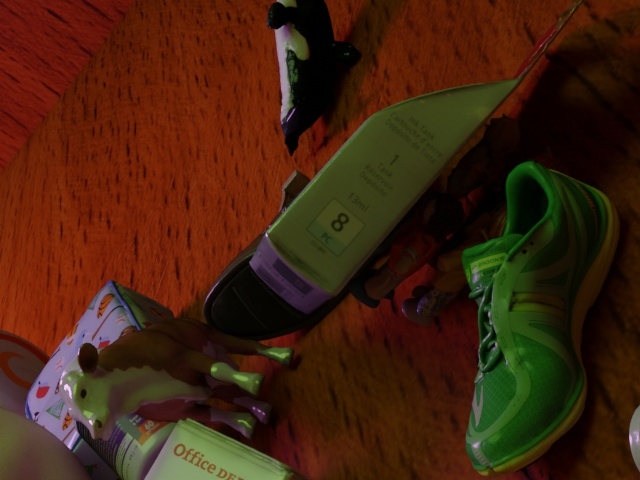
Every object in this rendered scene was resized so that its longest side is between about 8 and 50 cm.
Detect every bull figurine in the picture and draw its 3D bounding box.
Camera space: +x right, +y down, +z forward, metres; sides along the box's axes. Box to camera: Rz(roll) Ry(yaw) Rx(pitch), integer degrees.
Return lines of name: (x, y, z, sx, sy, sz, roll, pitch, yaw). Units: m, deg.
bull figurine: (-0.145, 0.142, 1.706, 0.310, 0.188, 0.101, -42, -33, -77)

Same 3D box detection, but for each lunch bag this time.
lunch bag: (-0.271, 0.194, 2.088, 0.243, 0.115, 0.303, -56, 22, 5)

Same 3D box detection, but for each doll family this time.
doll family: (0.152, -0.015, 1.528, 0.163, 0.118, 0.263, -46, 3, 38)

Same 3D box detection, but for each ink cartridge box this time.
ink cartridge box: (-0.111, 0.295, 1.545, 0.159, 0.092, 0.218, 20, 76, 41)
ink cartridge box: (0.091, -0.104, 1.557, 0.385, 0.091, 0.308, -50, -1, -7)

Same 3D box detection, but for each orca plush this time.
orca plush: (-0.004, -0.246, 2.190, 0.102, 0.151, 0.287, -13, 32, 14)

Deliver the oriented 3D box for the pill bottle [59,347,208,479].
pill bottle: (-0.210, 0.202, 1.845, 0.193, 0.108, 0.108, 37, 92, 41)

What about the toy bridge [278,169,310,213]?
toy bridge: (-0.029, -0.025, 2.012, 0.063, 0.026, 0.188, -51, 21, 15)

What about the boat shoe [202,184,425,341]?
boat shoe: (0.000, 0.000, 1.821, 0.307, 0.111, 0.104, -35, 23, 22)

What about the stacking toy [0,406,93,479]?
stacking toy: (-0.441, 0.377, 2.005, 0.350, 0.351, 0.480, -60, 5, -12)

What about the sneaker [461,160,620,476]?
sneaker: (0.157, 0.061, 1.347, 0.109, 0.123, 0.295, -31, 32, 47)

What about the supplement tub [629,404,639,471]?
supplement tub: (0.265, 0.125, 1.093, 0.107, 0.071, 0.071, -26, 35, 50)

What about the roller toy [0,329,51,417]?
roller toy: (-0.455, 0.233, 2.305, 0.146, 0.191, 0.209, -49, -15, 18)
